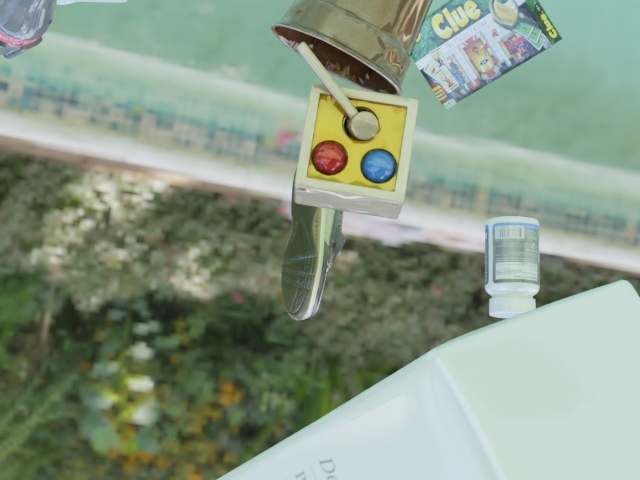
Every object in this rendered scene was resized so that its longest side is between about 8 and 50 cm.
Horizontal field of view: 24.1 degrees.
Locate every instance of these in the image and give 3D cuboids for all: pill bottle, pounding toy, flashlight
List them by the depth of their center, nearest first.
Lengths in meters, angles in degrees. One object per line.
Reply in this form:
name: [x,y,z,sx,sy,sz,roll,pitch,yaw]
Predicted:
flashlight: [-0.258,-0.269,1.499,0.103,0.103,0.304,41,146,-27]
pounding toy: [0.029,-0.109,1.512,0.130,0.141,0.100,9,167,0]
pill bottle: [0.272,0.039,2.128,0.078,0.137,0.078,1,170,0]

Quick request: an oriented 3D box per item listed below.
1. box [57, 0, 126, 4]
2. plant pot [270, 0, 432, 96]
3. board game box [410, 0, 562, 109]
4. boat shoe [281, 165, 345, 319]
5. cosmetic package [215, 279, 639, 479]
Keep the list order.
box: [-0.312,-0.377,1.725,0.181,0.182,0.119,5,171,21]
plant pot: [0.055,-0.273,1.699,0.167,0.165,0.167,28,176,2]
board game box: [0.226,-0.294,2.169,0.030,0.136,0.259,-33,-178,-36]
boat shoe: [-0.001,-0.001,2.057,0.073,0.223,0.080,3,-177,-38]
cosmetic package: [0.109,0.281,1.203,0.393,0.327,0.329,-35,167,34]
